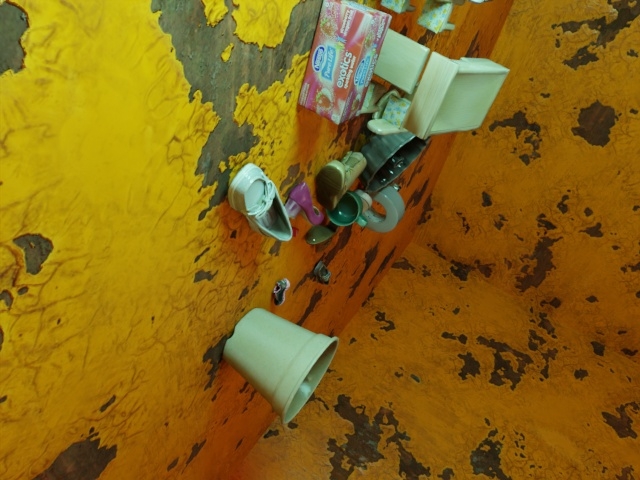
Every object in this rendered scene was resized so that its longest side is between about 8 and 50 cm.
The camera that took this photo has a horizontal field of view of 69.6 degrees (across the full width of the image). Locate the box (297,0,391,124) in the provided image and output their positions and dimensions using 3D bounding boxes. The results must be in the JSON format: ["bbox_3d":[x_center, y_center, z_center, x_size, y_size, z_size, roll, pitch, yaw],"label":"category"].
[{"bbox_3d":[0.054,-0.429,1.109,0.123,0.128,0.256,-38,153,-51],"label":"box"}]

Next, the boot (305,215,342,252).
[{"bbox_3d":[0.000,0.000,1.779,0.197,0.073,0.152,-31,159,-38],"label":"boot"}]

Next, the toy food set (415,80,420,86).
[{"bbox_3d":[0.404,-0.582,2.009,0.132,0.039,0.192,-51,161,-27],"label":"toy food set"}]

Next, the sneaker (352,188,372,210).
[{"bbox_3d":[0.140,-0.126,1.858,0.091,0.094,0.258,-56,176,-14],"label":"sneaker"}]

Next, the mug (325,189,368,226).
[{"bbox_3d":[0.099,-0.112,1.727,0.130,0.157,0.097,-19,-175,20],"label":"mug"}]

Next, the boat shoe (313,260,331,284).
[{"bbox_3d":[0.016,0.149,2.065,0.066,0.066,0.183,-55,163,-17],"label":"boat shoe"}]

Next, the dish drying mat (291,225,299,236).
[{"bbox_3d":[-0.093,-0.030,1.560,0.032,0.008,0.083,-60,163,3],"label":"dish drying mat"}]

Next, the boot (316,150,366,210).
[{"bbox_3d":[0.079,-0.234,1.550,0.203,0.095,0.262,-52,168,-20],"label":"boot"}]

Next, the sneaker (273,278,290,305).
[{"bbox_3d":[-0.157,0.193,1.706,0.057,0.047,0.119,-9,128,-44],"label":"sneaker"}]

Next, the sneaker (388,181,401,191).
[{"bbox_3d":[0.314,-0.285,2.086,0.086,0.132,0.228,-47,159,-37],"label":"sneaker"}]

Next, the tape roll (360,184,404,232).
[{"bbox_3d":[0.250,-0.142,1.993,0.072,0.219,0.219,-46,158,-38],"label":"tape roll"}]

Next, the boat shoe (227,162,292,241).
[{"bbox_3d":[-0.142,-0.085,1.165,0.118,0.103,0.320,-55,163,-16],"label":"boat shoe"}]

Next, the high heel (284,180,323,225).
[{"bbox_3d":[-0.031,-0.120,1.469,0.117,0.082,0.244,-54,152,13],"label":"high heel"}]

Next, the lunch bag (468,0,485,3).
[{"bbox_3d":[0.307,-0.679,1.119,0.243,0.304,0.114,-38,156,-50],"label":"lunch bag"}]

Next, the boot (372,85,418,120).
[{"bbox_3d":[0.306,-0.517,1.758,0.236,0.089,0.269,-63,162,8],"label":"boot"}]

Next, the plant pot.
[{"bbox_3d":[-0.153,0.400,1.592,0.333,0.306,0.333,-52,162,-25],"label":"plant pot"}]

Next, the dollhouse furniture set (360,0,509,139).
[{"bbox_3d":[0.210,-0.428,1.146,0.257,0.394,0.361,-18,140,-42],"label":"dollhouse furniture set"}]

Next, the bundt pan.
[{"bbox_3d":[0.254,-0.332,1.738,0.331,0.124,0.331,-39,167,-11],"label":"bundt pan"}]
